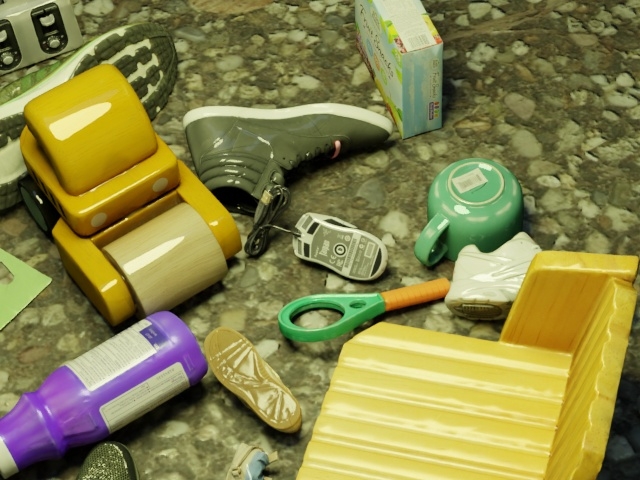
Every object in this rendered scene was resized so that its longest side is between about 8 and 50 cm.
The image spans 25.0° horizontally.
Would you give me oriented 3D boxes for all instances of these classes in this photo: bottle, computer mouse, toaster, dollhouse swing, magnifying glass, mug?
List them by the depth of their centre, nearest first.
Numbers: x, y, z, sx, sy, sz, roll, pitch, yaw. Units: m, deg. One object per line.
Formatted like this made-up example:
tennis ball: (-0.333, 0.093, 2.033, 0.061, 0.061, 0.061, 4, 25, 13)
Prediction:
dollhouse swing: (0.158, 0.181, 1.657, 0.305, 0.315, 0.347, 18, 56, 5)
bottle: (-0.281, 0.193, 1.780, 0.283, 0.092, 0.118, -31, 25, -18)
magnifying glass: (0.058, 0.085, 1.874, 0.231, 0.026, 0.092, -11, 27, -12)
mug: (0.203, -0.036, 1.922, 0.129, 0.097, 0.158, 11, 53, 13)
computer mouse: (0.000, 0.000, 1.934, 0.193, 0.106, 0.042, 21, 15, 8)
toaster: (-0.473, -0.361, 2.228, 0.168, 0.110, 0.186, -21, 53, -12)

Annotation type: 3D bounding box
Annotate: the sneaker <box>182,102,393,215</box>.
sneaker: (-0.041, -0.107, 2.010, 0.295, 0.104, 0.147, -2, 69, -8)

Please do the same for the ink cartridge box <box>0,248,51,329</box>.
ink cartridge box: (-0.500, 0.082, 1.922, 0.171, 0.056, 0.235, 28, 61, 25)

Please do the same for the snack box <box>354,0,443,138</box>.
snack box: (0.111, -0.281, 2.073, 0.070, 0.174, 0.207, -17, 53, -10)

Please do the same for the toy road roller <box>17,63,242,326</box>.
toy road roller: (-0.272, -0.075, 1.904, 0.202, 0.241, 0.329, -31, 56, -18)

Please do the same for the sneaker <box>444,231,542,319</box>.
sneaker: (0.278, 0.043, 1.846, 0.232, 0.090, 0.115, 4, 68, 7)

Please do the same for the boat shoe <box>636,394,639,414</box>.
boat shoe: (0.444, 0.228, 1.733, 0.040, 0.049, 0.142, -26, 54, -38)

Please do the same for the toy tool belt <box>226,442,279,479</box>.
toy tool belt: (-0.084, 0.285, 1.728, 0.051, 0.052, 0.083, 6, 53, 20)

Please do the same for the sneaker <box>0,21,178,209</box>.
sneaker: (-0.394, -0.209, 2.096, 0.410, 0.158, 0.182, -35, 39, -26)

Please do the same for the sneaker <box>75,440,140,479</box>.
sneaker: (-0.268, 0.315, 1.673, 0.087, 0.130, 0.227, 9, 51, 10)

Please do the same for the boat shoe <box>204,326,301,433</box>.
boat shoe: (-0.084, 0.180, 1.805, 0.063, 0.059, 0.170, -38, 63, -8)
